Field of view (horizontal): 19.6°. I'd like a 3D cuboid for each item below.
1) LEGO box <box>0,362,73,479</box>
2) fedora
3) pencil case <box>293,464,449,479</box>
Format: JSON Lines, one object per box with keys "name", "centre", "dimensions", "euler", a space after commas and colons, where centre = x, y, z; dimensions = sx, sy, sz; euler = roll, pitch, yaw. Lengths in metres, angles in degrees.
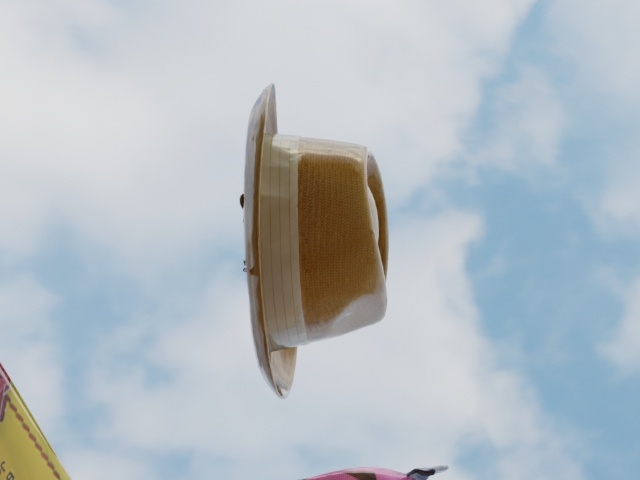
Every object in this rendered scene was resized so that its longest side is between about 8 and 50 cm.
{"name": "LEGO box", "centre": [-0.267, 0.237, 0.486], "dimensions": [0.193, 0.372, 0.500], "euler": [13, -126, 31]}
{"name": "fedora", "centre": [0.000, 0.000, 1.108], "dimensions": [0.079, 0.194, 0.194], "euler": [-2, -90, 5]}
{"name": "pencil case", "centre": [0.024, 0.211, 0.867], "dimensions": [0.095, 0.098, 0.209], "euler": [-22, -121, 33]}
